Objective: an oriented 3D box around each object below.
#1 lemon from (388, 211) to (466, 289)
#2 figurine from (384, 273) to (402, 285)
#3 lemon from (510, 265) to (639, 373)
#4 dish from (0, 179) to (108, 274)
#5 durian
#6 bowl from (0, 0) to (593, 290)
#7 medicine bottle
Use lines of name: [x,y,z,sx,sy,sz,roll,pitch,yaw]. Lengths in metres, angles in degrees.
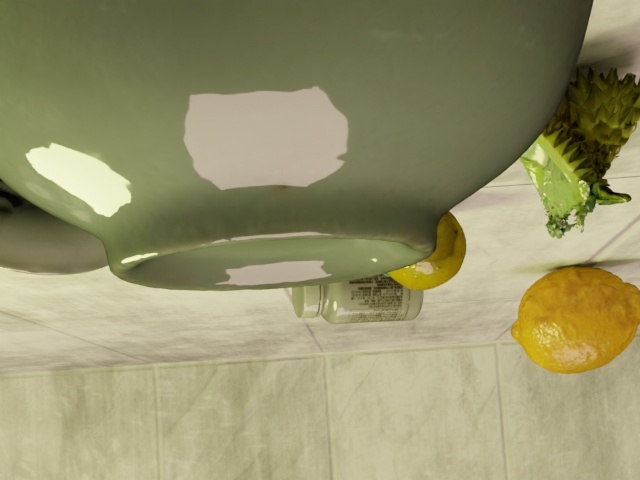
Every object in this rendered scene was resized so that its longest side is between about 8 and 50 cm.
lemon: [0.093,0.006,1.245,0.082,0.082,0.111,-4,165,0]
figurine: [0.097,0.013,1.422,0.060,0.047,0.106,-44,174,-15]
lemon: [0.344,0.102,1.788,0.187,0.142,0.142,-17,168,15]
dish: [-0.172,-0.049,0.808,0.141,0.078,0.141,14,-152,-8]
durian: [0.153,-0.053,0.804,0.086,0.100,0.215,-7,178,3]
bowl: [-0.023,-0.059,0.545,0.289,0.146,0.289,-3,171,0]
medicine bottle: [0.041,0.056,1.545,0.140,0.079,0.079,-2,171,-15]
